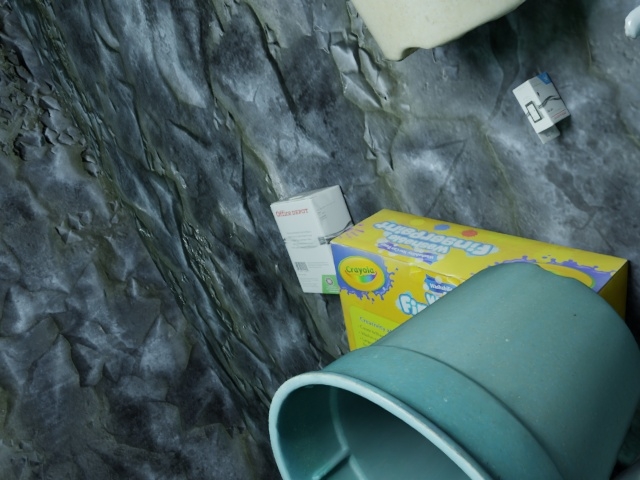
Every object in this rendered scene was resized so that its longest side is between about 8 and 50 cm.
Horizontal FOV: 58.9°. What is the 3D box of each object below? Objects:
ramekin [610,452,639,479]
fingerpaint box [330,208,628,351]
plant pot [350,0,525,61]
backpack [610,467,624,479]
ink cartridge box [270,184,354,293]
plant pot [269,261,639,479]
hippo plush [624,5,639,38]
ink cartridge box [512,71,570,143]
[{"bbox_3d":[0.417,0.345,0.578,0.277,0.135,0.277,3,94,54],"label":"ramekin"},{"bbox_3d":[0.251,0.173,0.957,0.444,0.163,0.371,15,126,45],"label":"fingerpaint box"},{"bbox_3d":[0.110,-0.391,0.639,0.333,0.334,0.306,-2,123,54],"label":"plant pot"},{"bbox_3d":[0.435,0.454,0.962,0.158,0.116,0.173,12,125,50],"label":"backpack"},{"bbox_3d":[0.000,0.000,1.233,0.160,0.092,0.220,-3,111,53],"label":"ink cartridge box"},{"bbox_3d":[0.177,0.206,0.641,0.341,0.334,0.341,28,134,33],"label":"plant pot"},{"bbox_3d":[0.390,-0.278,0.460,0.236,0.234,0.294,78,177,-79],"label":"hippo plush"},{"bbox_3d":[0.297,-0.175,0.750,0.083,0.048,0.028,60,147,0],"label":"ink cartridge box"}]
